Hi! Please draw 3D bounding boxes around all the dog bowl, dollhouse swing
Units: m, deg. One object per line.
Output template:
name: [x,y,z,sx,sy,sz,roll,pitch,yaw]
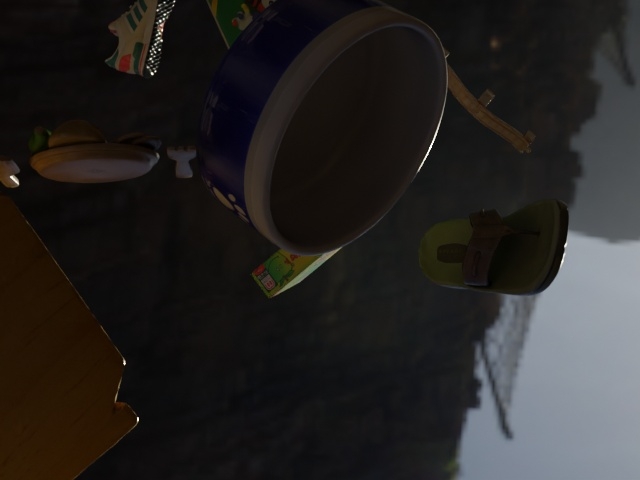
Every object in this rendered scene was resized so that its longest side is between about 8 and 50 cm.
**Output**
dog bowl: [0.004,-0.122,1.463,0.104,0.265,0.265,34,-151,32]
dollhouse swing: [-0.426,0.097,1.422,0.315,0.347,0.305,-40,-149,-16]

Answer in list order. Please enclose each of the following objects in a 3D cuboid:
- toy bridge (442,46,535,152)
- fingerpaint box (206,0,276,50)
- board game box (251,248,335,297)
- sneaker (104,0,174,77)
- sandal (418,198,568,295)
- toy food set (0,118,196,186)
toy bridge: [0.220,-0.187,1.981,0.188,0.026,0.063,44,-153,-1]
fingerpaint box: [-0.039,-0.292,1.895,0.163,0.371,0.445,-25,175,3]
board game box: [0.000,0.000,1.913,0.181,0.043,0.092,-40,173,27]
sneaker: [-0.245,-0.299,1.937,0.075,0.161,0.057,10,173,13]
sandal: [0.212,0.013,1.881,0.086,0.120,0.303,13,166,-32]
toy food set: [-0.215,-0.086,1.381,0.192,0.038,0.132,-3,170,-5]
